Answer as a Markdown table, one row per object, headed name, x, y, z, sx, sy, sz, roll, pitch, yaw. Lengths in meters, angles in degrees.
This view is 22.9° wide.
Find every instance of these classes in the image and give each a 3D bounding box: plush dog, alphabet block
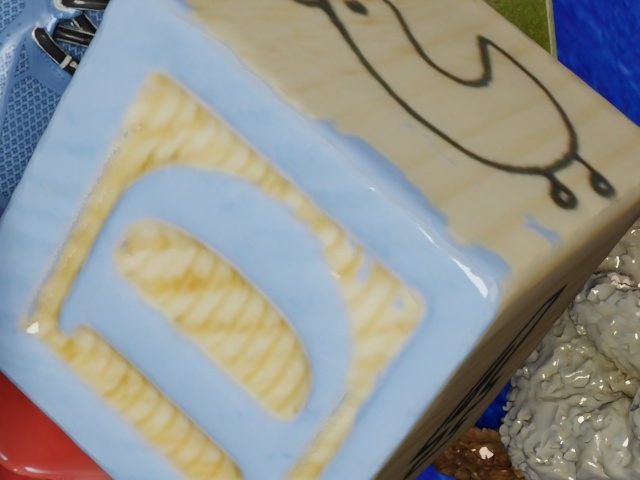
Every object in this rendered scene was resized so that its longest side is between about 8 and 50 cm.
| name | x | y | z | sx | sy | sz | roll | pitch | yaw |
| --- | --- | --- | --- | --- | --- | --- | --- | --- | --- |
| plush dog | 0.192 | 0.057 | 0.954 | 0.262 | 0.210 | 0.225 | 58 | 47 | -57 |
| alphabet block | 0.000 | 0.000 | 0.679 | 0.193 | 0.192 | 0.197 | -55 | 167 | 32 |

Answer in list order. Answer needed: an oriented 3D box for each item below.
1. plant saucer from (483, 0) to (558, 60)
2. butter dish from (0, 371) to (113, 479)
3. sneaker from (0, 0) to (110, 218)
| name | x | y | z | sx | sy | sz | roll | pitch | yaw |
| --- | --- | --- | --- | --- | --- | --- | --- | --- | --- |
| plant saucer | 0.052 | -0.140 | 0.869 | 0.188 | 0.045 | 0.188 | -19 | 107 | -42 |
| butter dish | -0.121 | 0.095 | 0.755 | 0.160 | 0.160 | 0.118 | 4 | 119 | -39 |
| sneaker | -0.086 | -0.145 | 0.726 | 0.129 | 0.147 | 0.330 | 27 | 82 | -34 |
